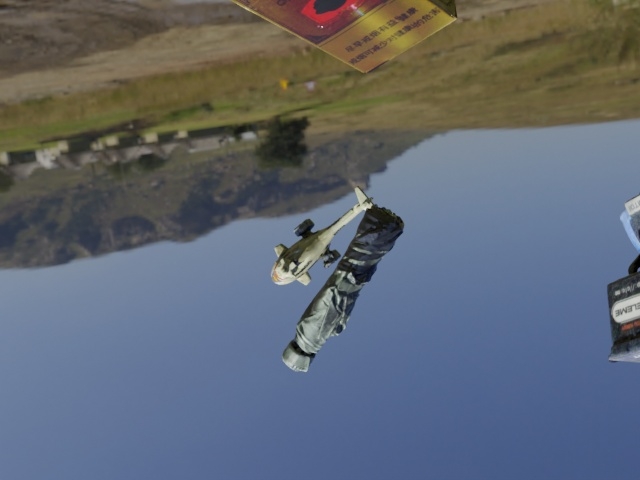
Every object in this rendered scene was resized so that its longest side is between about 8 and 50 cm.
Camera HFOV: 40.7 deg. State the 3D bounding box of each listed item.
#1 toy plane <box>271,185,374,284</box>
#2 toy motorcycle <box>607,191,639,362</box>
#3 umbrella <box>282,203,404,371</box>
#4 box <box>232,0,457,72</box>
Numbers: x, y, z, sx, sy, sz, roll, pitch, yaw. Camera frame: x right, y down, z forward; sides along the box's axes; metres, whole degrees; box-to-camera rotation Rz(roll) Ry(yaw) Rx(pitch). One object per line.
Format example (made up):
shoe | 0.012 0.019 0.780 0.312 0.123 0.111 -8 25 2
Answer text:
toy plane | 0.000 0.000 1.459 0.286 0.092 0.108 -39 179 36
toy motorcycle | 0.433 0.040 0.808 0.359 0.212 0.125 8 161 -18
umbrella | 0.024 0.052 0.860 0.050 0.188 0.046 26 -166 -20
box | 0.027 -0.294 0.999 0.159 0.071 0.240 -22 151 39
